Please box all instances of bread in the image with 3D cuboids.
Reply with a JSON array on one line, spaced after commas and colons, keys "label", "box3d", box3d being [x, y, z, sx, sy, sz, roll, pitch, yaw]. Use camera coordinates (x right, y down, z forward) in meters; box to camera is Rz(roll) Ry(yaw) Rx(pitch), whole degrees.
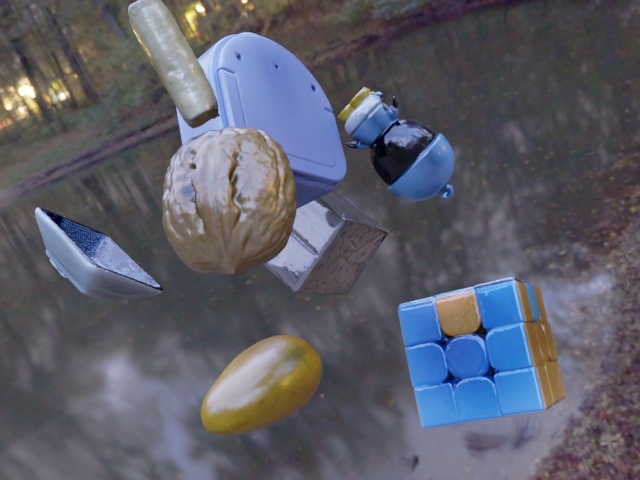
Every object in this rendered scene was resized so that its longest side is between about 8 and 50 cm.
[{"label": "bread", "box3d": [-0.210, -0.255, 0.995, 0.060, 0.178, 0.139, -29, 9, -6]}]

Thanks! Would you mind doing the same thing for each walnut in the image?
[{"label": "walnut", "box3d": [-0.103, -0.041, 0.785, 0.155, 0.155, 0.184, -18, 53, 20]}]

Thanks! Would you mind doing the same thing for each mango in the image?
[{"label": "mango", "box3d": [-0.175, 0.435, 2.039, 0.300, 0.232, 0.445, -16, 5, 37]}]

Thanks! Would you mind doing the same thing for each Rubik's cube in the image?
[{"label": "Rubik's cube", "box3d": [0.387, 0.266, 1.622, 0.290, 0.292, 0.291, -17, -14, 26]}]

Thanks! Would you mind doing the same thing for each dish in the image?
[{"label": "dish", "box3d": [-0.440, 0.045, 1.308, 0.243, 0.182, 0.080, 34, 91, 35]}]

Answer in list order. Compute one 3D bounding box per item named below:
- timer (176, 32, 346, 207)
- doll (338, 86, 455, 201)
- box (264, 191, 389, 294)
[{"label": "timer", "box3d": [-0.135, -0.262, 1.451, 0.173, 0.395, 0.395, -27, 15, 36]}, {"label": "doll", "box3d": [0.183, -0.207, 1.546, 0.177, 0.314, 0.141, -44, 3, 32]}, {"label": "box", "box3d": [0.000, 0.000, 1.731, 0.225, 0.190, 0.297, -56, -23, 12]}]
